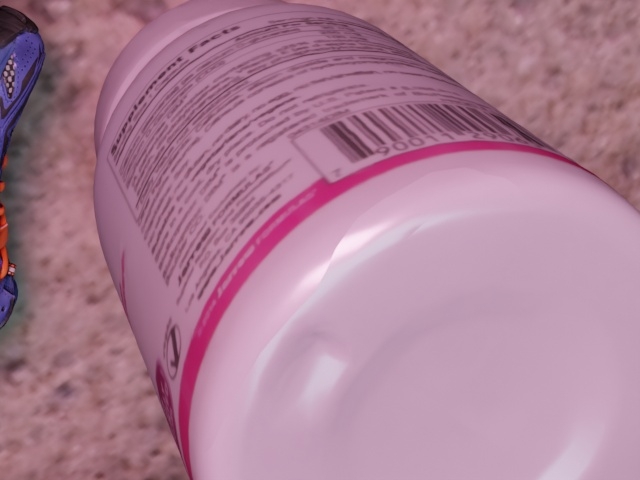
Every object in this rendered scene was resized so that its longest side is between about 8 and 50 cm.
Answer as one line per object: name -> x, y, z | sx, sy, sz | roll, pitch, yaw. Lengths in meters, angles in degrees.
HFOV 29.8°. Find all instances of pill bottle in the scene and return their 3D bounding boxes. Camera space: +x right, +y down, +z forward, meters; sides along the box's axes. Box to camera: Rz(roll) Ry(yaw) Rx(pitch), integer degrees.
pill bottle -> 0.000, 0.000, 0.466 | 0.160, 0.283, 0.160 | -8, 116, -16

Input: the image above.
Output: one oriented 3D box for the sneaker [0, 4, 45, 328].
sneaker -> -0.171, -0.002, 0.534 | 0.087, 0.083, 0.221 | 14, 114, -39
